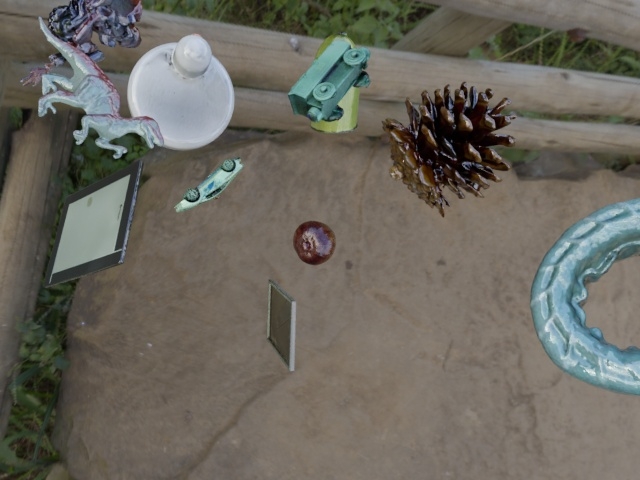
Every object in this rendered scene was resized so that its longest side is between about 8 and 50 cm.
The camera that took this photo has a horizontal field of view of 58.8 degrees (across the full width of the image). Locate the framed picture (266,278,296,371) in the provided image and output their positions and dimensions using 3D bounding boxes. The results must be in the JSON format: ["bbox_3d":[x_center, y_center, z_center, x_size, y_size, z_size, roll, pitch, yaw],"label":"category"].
[{"bbox_3d":[-0.107,0.217,1.511,0.016,0.250,0.184,-1,98,-19],"label":"framed picture"}]

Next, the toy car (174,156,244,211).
[{"bbox_3d":[-0.247,-0.118,1.276,0.186,0.093,0.058,-43,102,-16],"label":"toy car"}]

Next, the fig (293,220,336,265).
[{"bbox_3d":[0.000,0.000,1.142,0.125,0.088,0.089,-23,92,-63],"label":"fig"}]

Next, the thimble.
[{"bbox_3d":[0.355,0.065,0.625,0.235,0.143,0.198,-35,61,15],"label":"thimble"}]

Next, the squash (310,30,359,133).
[{"bbox_3d":[0.038,-0.416,1.488,0.132,0.132,0.247,-14,122,-24],"label":"squash"}]

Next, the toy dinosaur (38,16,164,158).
[{"bbox_3d":[-0.363,-0.244,0.894,0.167,0.053,0.242,-17,84,-17],"label":"toy dinosaur"}]

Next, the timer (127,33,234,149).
[{"bbox_3d":[-0.301,-0.317,1.238,0.233,0.240,0.234,-1,94,-18],"label":"timer"}]

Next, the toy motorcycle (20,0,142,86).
[{"bbox_3d":[-0.583,-0.521,1.434,0.134,0.207,0.401,25,66,26],"label":"toy motorcycle"}]

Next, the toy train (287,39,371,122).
[{"bbox_3d":[0.018,-0.279,0.992,0.099,0.070,0.172,27,68,26],"label":"toy train"}]

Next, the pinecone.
[{"bbox_3d":[0.255,-0.181,1.095,0.264,0.264,0.264,3,81,-22],"label":"pinecone"}]

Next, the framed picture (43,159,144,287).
[{"bbox_3d":[-0.555,-0.034,1.379,0.016,0.347,0.265,29,55,-44],"label":"framed picture"}]
